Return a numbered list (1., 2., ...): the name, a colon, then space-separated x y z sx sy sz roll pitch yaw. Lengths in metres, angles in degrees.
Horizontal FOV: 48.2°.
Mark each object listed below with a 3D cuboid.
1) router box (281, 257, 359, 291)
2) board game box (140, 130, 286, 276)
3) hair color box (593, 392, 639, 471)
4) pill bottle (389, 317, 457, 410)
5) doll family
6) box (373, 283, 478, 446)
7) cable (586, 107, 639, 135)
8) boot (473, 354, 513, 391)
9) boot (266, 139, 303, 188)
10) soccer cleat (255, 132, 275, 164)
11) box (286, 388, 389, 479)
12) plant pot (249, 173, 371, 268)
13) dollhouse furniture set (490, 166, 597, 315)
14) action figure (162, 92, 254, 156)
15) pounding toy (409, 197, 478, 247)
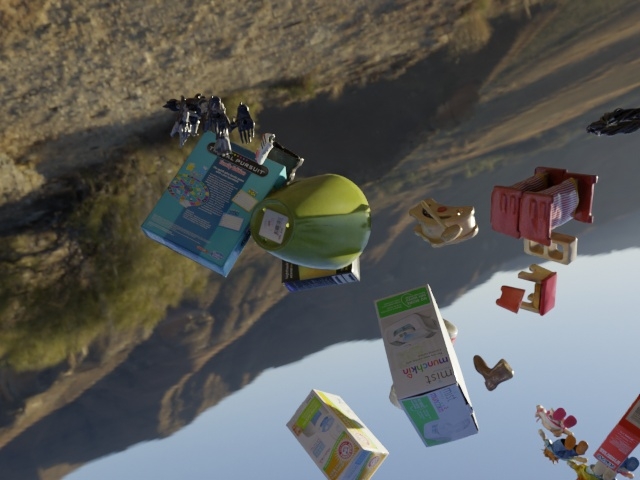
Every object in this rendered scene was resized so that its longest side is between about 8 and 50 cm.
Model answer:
1. router box: 0.000 0.000 2.341 0.243 0.308 0.081 -11 150 19
2. board game box: -0.284 -0.105 1.946 0.336 0.254 0.079 -60 169 -19
3. hair color box: 0.588 0.367 1.370 0.093 0.053 0.167 -41 151 -25
4. pill bottle: 0.313 0.383 2.224 0.161 0.283 0.161 12 -165 -3
5. doll family: 0.598 0.507 1.683 0.118 0.263 0.163 -50 166 -17
6. box: 0.221 0.262 1.467 0.127 0.231 0.262 -18 142 9
7. cable: 0.725 -0.285 1.668 0.184 0.047 0.150 -20 -168 -26
8. boot: 0.444 0.322 1.836 0.037 0.106 0.114 -15 154 -23
9. boot: -0.176 -0.203 2.178 0.263 0.229 0.091 25 -156 25
10. soccer cleat: -0.136 -0.227 1.766 0.036 0.083 0.029 5 162 36
11. box: 0.036 0.445 1.601 0.103 0.203 0.114 27 101 -46
12. plant pot: -0.049 -0.047 1.915 0.275 0.274 0.293 -19 173 28
13. dollhouse furniture set: 0.514 0.030 1.667 0.201 0.374 0.152 -24 -150 -38
14. action figure: -0.271 -0.274 1.678 0.164 0.140 0.276 4 -172 -33
15. pounding toy: 0.374 -0.082 2.148 0.154 0.154 0.269 -24 -154 -11
